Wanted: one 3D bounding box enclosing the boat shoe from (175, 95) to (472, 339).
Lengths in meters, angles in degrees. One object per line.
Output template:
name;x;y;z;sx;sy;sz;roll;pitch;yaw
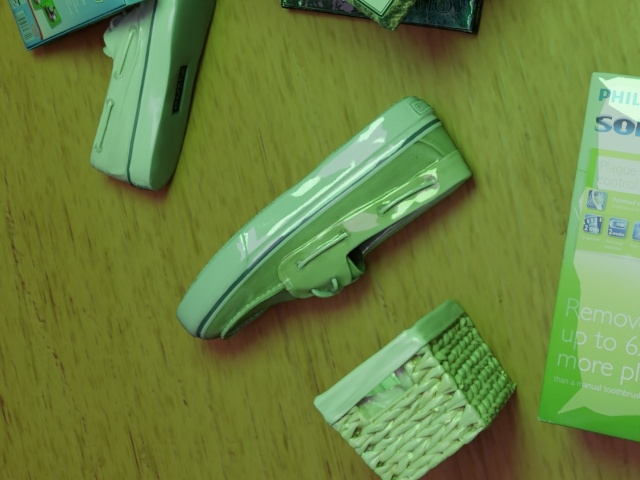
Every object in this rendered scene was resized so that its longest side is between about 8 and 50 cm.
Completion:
boat shoe;0.000;0.000;1.219;0.302;0.109;0.094;-42;80;14

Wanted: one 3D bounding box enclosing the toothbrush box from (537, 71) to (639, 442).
toothbrush box;0.304;0.021;1.095;0.206;0.122;0.283;11;94;20

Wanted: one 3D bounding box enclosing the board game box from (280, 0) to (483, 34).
board game box;0.060;-0.258;1.228;0.186;0.026;0.126;12;96;20

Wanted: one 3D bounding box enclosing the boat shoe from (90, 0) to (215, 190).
boat shoe;-0.162;-0.178;1.279;0.084;0.095;0.258;16;96;15

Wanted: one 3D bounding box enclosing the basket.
basket;0.086;0.130;1.160;0.113;0.167;0.103;-40;83;18

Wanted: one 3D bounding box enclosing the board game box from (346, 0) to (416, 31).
board game box;0.049;-0.358;1.089;0.232;0.141;0.291;35;108;-8

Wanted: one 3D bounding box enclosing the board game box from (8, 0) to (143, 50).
board game box;-0.242;-0.273;1.262;0.211;0.039;0.160;-6;105;55
